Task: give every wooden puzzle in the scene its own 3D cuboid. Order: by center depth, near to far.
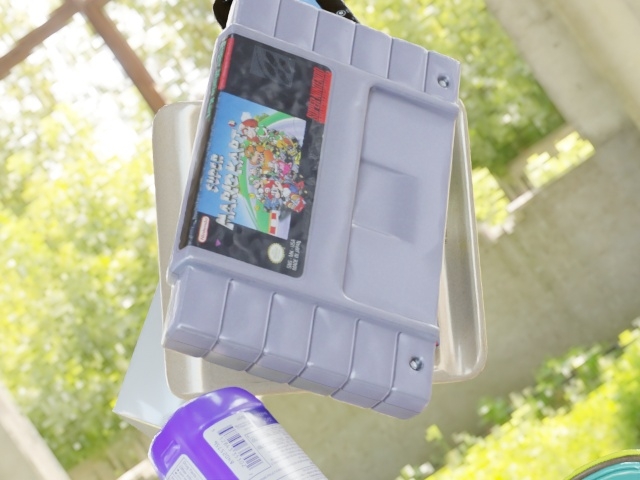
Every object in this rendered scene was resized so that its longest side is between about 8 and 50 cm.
[{"bbox_3d":[0.000,0.000,1.532,0.347,0.322,0.080,-3,-7,-7],"label":"wooden puzzle"}]

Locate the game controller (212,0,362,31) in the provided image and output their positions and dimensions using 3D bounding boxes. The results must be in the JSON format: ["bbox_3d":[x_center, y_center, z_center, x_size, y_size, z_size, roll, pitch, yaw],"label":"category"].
[{"bbox_3d":[-0.029,-0.275,1.955,0.166,0.319,0.067,-31,-42,-2],"label":"game controller"}]

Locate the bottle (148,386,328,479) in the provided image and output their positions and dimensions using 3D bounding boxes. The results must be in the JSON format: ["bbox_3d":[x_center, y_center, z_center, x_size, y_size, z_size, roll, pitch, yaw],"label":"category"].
[{"bbox_3d":[-0.022,0.251,1.202,0.092,0.283,0.118,-53,-22,25],"label":"bottle"}]

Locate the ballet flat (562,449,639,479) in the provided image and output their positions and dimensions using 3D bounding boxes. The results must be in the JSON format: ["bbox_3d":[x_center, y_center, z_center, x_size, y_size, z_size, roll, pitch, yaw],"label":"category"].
[{"bbox_3d":[0.169,0.217,0.974,0.231,0.077,0.077,-59,-11,26],"label":"ballet flat"}]

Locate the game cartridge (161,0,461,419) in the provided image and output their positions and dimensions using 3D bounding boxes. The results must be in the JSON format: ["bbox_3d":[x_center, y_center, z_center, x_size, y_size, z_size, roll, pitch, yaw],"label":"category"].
[{"bbox_3d":[0.000,-0.043,1.211,0.068,0.230,0.355,-43,33,52],"label":"game cartridge"}]

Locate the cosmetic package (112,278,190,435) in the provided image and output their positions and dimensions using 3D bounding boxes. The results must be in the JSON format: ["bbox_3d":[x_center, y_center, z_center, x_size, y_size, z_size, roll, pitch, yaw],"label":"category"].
[{"bbox_3d":[-0.162,0.142,1.967,0.377,0.097,0.284,76,-151,-74],"label":"cosmetic package"}]
